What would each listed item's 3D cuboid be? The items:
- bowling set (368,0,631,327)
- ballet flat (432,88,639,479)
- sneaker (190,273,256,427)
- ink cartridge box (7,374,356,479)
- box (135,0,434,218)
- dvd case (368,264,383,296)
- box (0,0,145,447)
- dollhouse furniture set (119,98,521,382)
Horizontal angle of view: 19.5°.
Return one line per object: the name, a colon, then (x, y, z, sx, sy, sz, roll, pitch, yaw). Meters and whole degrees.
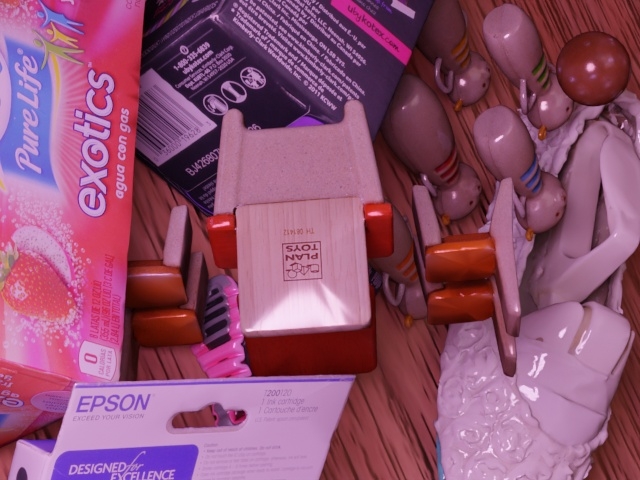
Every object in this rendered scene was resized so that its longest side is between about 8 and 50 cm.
bowling set: (0.144, -0.074, 1.384, 0.154, 0.200, 0.287, 53, 43, -49)
ballet flat: (0.183, 0.038, 1.427, 0.147, 0.147, 0.409, 32, 53, -27)
sneaker: (-0.054, 0.082, 1.263, 0.057, 0.047, 0.119, 15, 59, -62)
ink cartridge box: (-0.094, 0.164, 1.095, 0.206, 0.045, 0.208, 3, 113, -41)
box: (-0.025, -0.166, 1.309, 0.143, 0.165, 0.270, 41, 48, -19)
dvd case: (0.000, 0.000, 1.363, 0.119, 0.013, 0.087, 46, 47, -18)
box: (-0.208, -0.044, 1.101, 0.142, 0.154, 0.300, 19, 60, -33)
dollhouse furniture set: (-0.009, 0.035, 1.109, 0.262, 0.259, 0.135, -4, 66, 1)
